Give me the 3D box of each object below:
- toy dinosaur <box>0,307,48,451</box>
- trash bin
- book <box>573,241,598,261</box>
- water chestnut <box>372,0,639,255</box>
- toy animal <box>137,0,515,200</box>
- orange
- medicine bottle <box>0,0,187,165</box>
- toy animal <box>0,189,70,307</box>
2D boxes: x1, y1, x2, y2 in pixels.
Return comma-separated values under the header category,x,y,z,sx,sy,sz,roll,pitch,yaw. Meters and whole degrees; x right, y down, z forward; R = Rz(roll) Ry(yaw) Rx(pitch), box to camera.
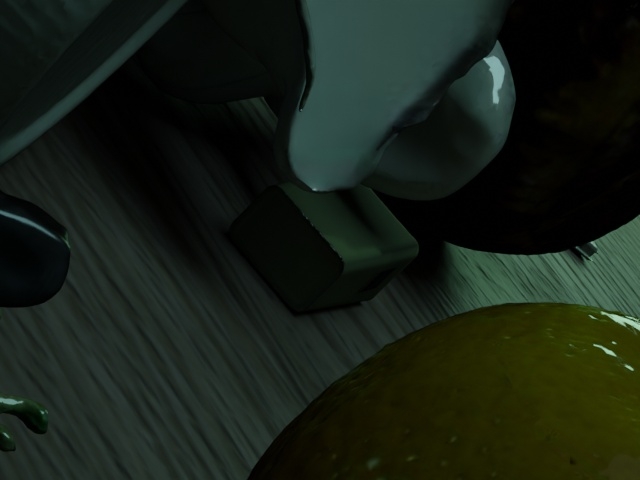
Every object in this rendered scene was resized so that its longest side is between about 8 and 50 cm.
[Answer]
category,x,y,z,sx,sy,sz,roll,pitch,yaw
toy dinosaur,-0.123,0.032,0.553,0.060,0.029,0.119,8,36,-38
trash bin,0.000,0.000,0.886,0.061,0.043,0.092,49,21,12
book,0.136,-0.068,1.402,0.182,0.014,0.127,40,18,-18
water chestnut,0.112,-0.136,1.070,0.300,0.300,0.300,41,18,-16
toy animal,-0.008,-0.157,0.868,0.174,0.249,0.289,-17,36,-21
orange,0.061,0.103,0.549,0.237,0.179,0.158,10,38,-55
medicine bottle,-0.187,-0.214,0.642,0.371,0.211,0.211,45,17,-2
toy animal,-0.150,-0.026,0.514,0.117,0.121,0.210,56,0,-40
